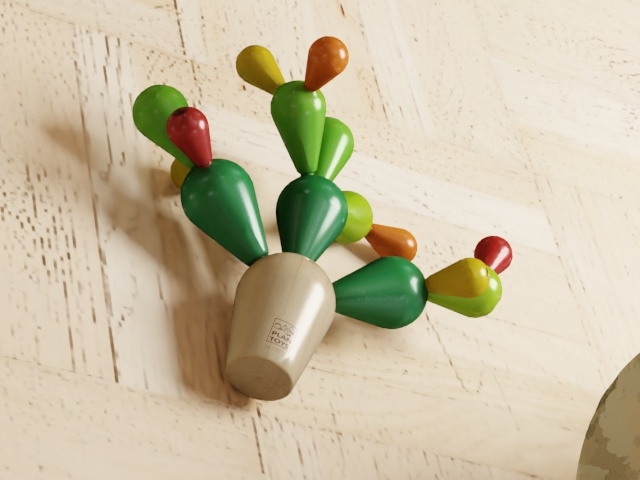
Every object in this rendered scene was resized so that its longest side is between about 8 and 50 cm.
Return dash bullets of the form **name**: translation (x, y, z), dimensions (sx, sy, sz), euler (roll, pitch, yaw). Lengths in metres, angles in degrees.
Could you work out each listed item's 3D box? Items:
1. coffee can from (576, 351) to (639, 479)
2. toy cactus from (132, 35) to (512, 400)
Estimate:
- **coffee can**: translation (0.294, 0.132, 0.935), dimensions (0.275, 0.201, 0.201), euler (-3, 53, -43)
- **toy cactus**: translation (0.000, 0.000, 0.915), dimensions (0.219, 0.112, 0.180), euler (36, 44, -19)
